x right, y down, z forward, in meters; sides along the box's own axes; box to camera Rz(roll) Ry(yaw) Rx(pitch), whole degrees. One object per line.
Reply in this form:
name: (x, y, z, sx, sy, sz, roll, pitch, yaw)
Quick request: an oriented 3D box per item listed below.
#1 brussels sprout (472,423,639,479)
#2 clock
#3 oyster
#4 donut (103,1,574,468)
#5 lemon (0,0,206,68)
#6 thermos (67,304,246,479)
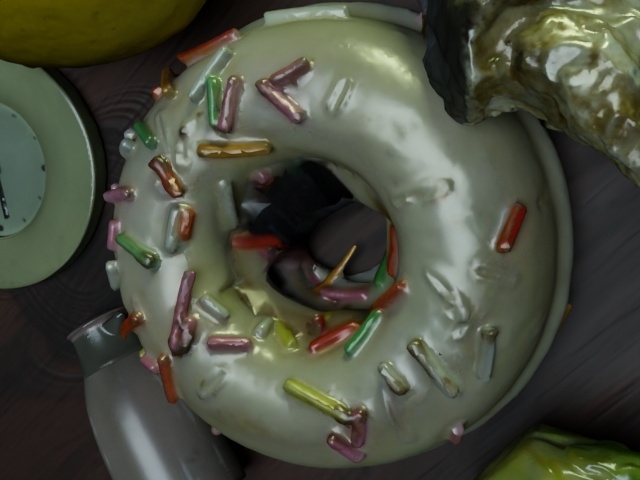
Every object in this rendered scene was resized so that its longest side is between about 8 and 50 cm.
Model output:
brussels sprout: (0.199, 0.242, 0.632, 0.223, 0.161, 0.223, 5, 107, 17)
clock: (-0.310, -0.069, 0.849, 0.235, 0.029, 0.235, 4, 102, 19)
oyster: (0.112, -0.175, 0.557, 0.110, 0.166, 0.341, -9, 74, -20)
donut: (0.000, 0.000, 0.680, 0.383, 0.142, 0.382, 3, 98, 20)
lemon: (-0.203, -0.267, 0.640, 0.297, 0.297, 0.297, 3, 100, 20)
thermos: (-0.165, 0.155, 0.797, 0.193, 0.105, 0.137, 60, 144, 5)
